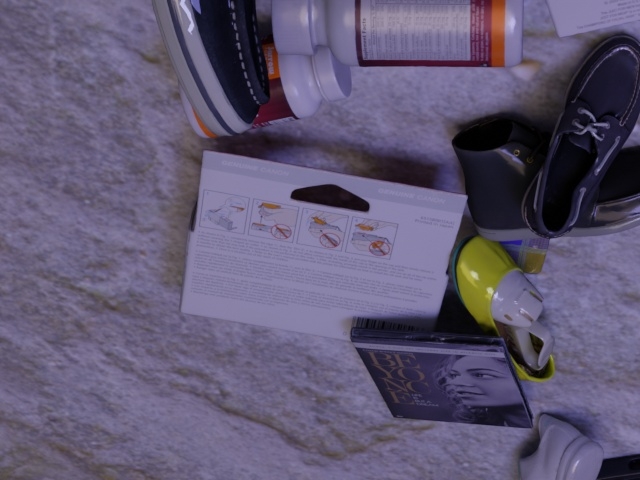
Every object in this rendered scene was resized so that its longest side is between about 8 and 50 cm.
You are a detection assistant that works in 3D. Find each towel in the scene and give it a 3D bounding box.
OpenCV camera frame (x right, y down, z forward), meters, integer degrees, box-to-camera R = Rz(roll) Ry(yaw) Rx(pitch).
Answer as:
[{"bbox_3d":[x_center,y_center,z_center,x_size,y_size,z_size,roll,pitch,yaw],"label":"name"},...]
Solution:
[{"bbox_3d":[0.209,0.002,1.860,0.060,0.009,0.083,10,133,-1],"label":"towel"}]

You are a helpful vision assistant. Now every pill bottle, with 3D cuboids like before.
[{"bbox_3d":[-0.052,-0.152,1.699,0.152,0.086,0.086,-11,130,16],"label":"pill bottle"},{"bbox_3d":[0.072,-0.216,1.600,0.221,0.121,0.121,1,133,7],"label":"pill bottle"}]

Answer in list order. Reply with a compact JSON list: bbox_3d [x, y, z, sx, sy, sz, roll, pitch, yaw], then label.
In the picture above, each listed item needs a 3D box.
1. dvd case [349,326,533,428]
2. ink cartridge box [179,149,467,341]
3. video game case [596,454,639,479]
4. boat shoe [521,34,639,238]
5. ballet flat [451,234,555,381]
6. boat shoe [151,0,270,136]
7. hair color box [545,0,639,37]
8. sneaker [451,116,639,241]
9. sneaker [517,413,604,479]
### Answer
[{"bbox_3d":[0.136,0.152,1.937,0.165,0.018,0.221,3,153,18],"label":"dvd case"},{"bbox_3d":[0.000,0.000,1.851,0.275,0.060,0.239,10,132,-2],"label":"ink cartridge box"},{"bbox_3d":[0.460,0.346,2.130,0.248,0.035,0.275,-11,129,17],"label":"video game case"},{"bbox_3d":[0.253,-0.094,1.672,0.075,0.065,0.206,25,100,-4],"label":"boat shoe"},{"bbox_3d":[0.203,0.077,1.867,0.077,0.077,0.231,25,155,34],"label":"ballet flat"},{"bbox_3d":[-0.071,-0.318,1.443,0.156,0.187,0.500,-3,115,1],"label":"boat shoe"},{"bbox_3d":[0.241,-0.345,1.470,0.185,0.110,0.339,-11,132,18],"label":"hair color box"},{"bbox_3d":[0.242,-0.070,1.739,0.222,0.083,0.118,-11,129,17],"label":"sneaker"},{"bbox_3d":[0.259,0.295,2.072,0.080,0.094,0.212,-14,131,-42],"label":"sneaker"}]
